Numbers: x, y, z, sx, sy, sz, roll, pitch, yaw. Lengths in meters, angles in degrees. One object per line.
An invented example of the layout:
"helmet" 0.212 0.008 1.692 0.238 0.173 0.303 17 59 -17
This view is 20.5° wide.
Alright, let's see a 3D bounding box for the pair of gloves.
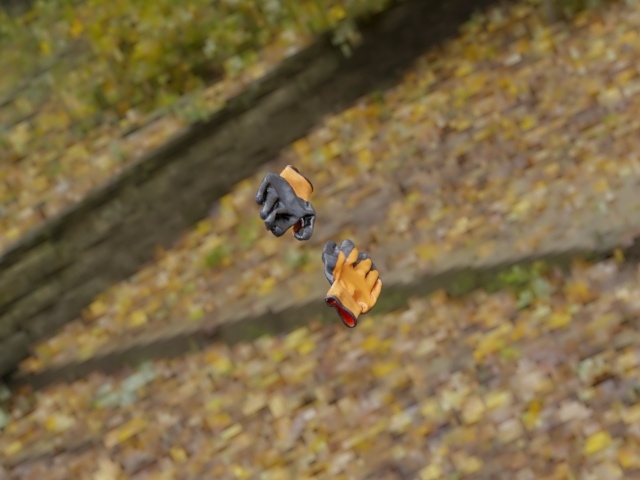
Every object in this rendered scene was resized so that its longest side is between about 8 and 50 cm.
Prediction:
"pair of gloves" 0.000 0.000 0.866 0.010 0.083 0.074 -38 8 22
